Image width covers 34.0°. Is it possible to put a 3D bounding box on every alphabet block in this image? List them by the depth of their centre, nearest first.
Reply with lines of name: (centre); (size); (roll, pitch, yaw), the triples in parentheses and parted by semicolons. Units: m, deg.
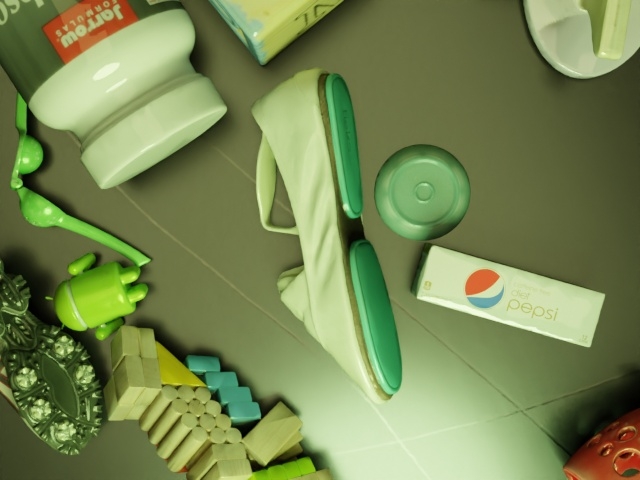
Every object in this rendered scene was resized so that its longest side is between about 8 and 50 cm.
alphabet block: (-0.053, -0.341, 1.184); (0.197, 0.193, 0.192); (-39, 93, 1)

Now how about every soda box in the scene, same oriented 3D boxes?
soda box: (0.222, 0.064, 1.258); (0.216, 0.074, 0.069); (15, 92, -1)

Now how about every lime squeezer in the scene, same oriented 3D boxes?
lime squeezer: (-0.326, -0.089, 1.258); (0.110, 0.059, 0.310); (-27, 91, 1)

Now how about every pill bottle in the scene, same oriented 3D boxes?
pill bottle: (-0.271, -0.256, 1.176); (0.210, 0.210, 0.363); (-33, 92, 1)

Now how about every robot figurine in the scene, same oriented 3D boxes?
robot figurine: (-0.268, 0.067, 1.257); (0.115, 0.067, 0.101); (-21, 104, 1)

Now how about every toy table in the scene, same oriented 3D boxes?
toy table: (0.332, -0.333, 1.205); (0.252, 0.161, 0.274); (-4, 93, 0)

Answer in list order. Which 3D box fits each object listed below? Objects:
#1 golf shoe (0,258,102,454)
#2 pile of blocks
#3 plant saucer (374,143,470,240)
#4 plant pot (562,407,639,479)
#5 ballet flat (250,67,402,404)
golf shoe: (-0.361, 0.135, 1.248); (0.105, 0.120, 0.273); (-39, 102, -39)
pile of blocks: (-0.121, 0.249, 1.260); (0.362, 0.149, 0.112); (46, 134, 7)
plant saucer: (0.126, -0.059, 1.280); (0.119, 0.021, 0.119); (0, 92, -1)
plant pot: (0.409, 0.276, 1.211); (0.174, 0.191, 0.191); (-42, 92, -2)
ballet flat: (0.000, 0.000, 1.241); (0.139, 0.139, 0.400); (-11, 88, 0)
